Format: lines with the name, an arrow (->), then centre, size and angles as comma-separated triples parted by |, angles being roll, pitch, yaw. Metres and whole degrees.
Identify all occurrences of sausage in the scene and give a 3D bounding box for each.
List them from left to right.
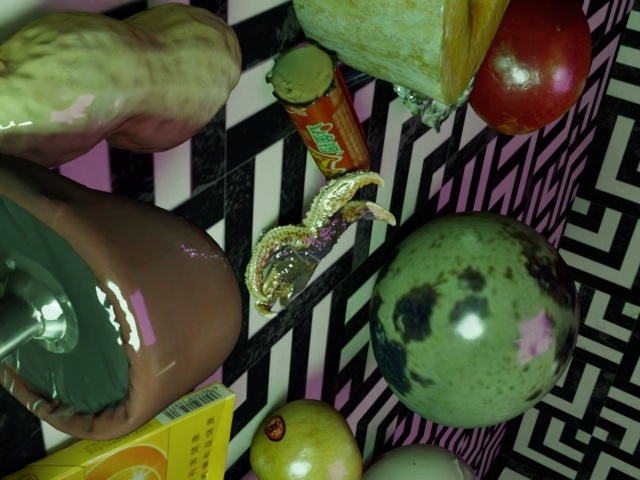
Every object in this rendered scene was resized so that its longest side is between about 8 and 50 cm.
sausage -> 0.014, -0.131, 0.996 | 0.083, 0.083, 0.264 | -61, 157, -12

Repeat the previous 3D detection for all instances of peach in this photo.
peach -> 0.314, -0.286, 1.326 | 0.199, 0.243, 0.244 | 18, 97, -22

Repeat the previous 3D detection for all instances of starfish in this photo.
starfish -> -0.001, -0.002, 1.060 | 0.216, 0.071, 0.238 | -18, 151, -52

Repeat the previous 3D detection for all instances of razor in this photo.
razor -> 0.063, -0.223, 1.069 | 0.190, 0.033, 0.066 | -38, 143, -47

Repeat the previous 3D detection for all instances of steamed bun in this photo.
steamed bun -> 0.164, 0.598, 1.761 | 0.374, 0.241, 0.374 | -53, 157, -34

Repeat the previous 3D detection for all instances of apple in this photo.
apple -> -0.024, 0.322, 1.223 | 0.155, 0.182, 0.182 | -26, 142, -13

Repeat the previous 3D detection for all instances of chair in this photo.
chair -> -0.247, 0.097, 0.473 | 0.401, 0.226, 0.227 | -39, 144, -46

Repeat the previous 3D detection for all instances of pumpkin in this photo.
pumpkin -> 0.101, -0.332, 0.881 | 0.332, 0.199, 0.332 | -57, 162, -31

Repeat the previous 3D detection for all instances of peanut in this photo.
peanut -> -0.154, -0.119, 0.626 | 0.263, 0.101, 0.117 | -25, 114, -56

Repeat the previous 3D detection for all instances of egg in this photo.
egg -> 0.251, 0.141, 1.415 | 0.345, 0.345, 0.428 | -53, 166, -29

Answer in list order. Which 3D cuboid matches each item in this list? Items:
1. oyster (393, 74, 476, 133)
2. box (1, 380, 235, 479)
oyster -> 0.189, -0.286, 1.170 | 0.198, 0.112, 0.268 | -53, 159, -32
box -> -0.206, 0.261, 0.878 | 0.269, 0.043, 0.152 | -17, 124, -46
